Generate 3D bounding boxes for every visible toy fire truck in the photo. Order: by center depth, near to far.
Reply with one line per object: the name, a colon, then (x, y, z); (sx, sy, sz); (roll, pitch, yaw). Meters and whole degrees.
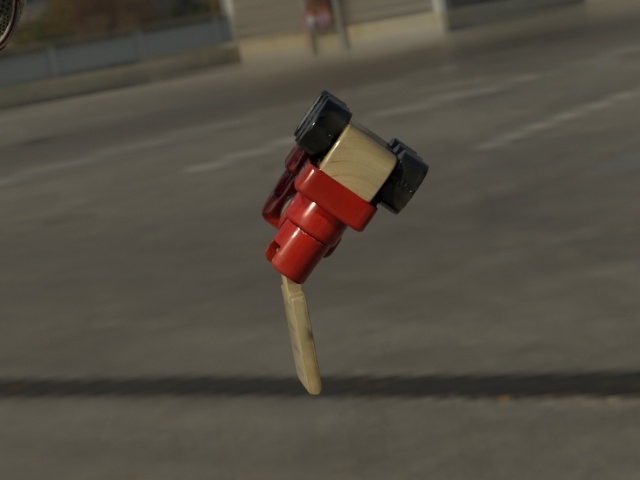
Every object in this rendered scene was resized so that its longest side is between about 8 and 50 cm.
toy fire truck: (0.000, 0.000, 1.743); (0.158, 0.246, 0.217); (35, 5, -6)

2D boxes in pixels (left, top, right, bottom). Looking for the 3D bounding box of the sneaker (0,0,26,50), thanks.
sneaker: (-0.309, -0.256, 1.407); (0.121, 0.299, 0.112); (-18, 50, -3)
